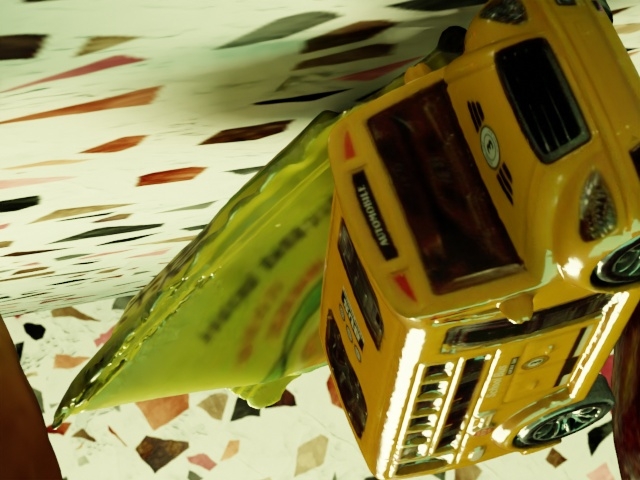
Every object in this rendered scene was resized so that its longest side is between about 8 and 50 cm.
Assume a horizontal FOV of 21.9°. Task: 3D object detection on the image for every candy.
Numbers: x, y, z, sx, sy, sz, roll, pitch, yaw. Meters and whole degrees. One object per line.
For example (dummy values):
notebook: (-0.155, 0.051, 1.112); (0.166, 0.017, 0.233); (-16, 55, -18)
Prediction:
candy: (0.000, 0.000, 0.649); (0.187, 0.081, 0.297); (-44, 169, 3)

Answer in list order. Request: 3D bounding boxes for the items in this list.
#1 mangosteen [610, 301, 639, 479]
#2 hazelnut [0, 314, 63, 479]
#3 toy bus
mangosteen: (0.242, 0.031, 0.573); (0.306, 0.307, 0.347); (-11, 145, 19)
hazelnut: (-0.201, 0.074, 0.506); (0.261, 0.241, 0.261); (12, 158, 5)
toy bus: (0.047, 0.006, 0.499); (0.088, 0.083, 0.194); (-16, 155, -11)
